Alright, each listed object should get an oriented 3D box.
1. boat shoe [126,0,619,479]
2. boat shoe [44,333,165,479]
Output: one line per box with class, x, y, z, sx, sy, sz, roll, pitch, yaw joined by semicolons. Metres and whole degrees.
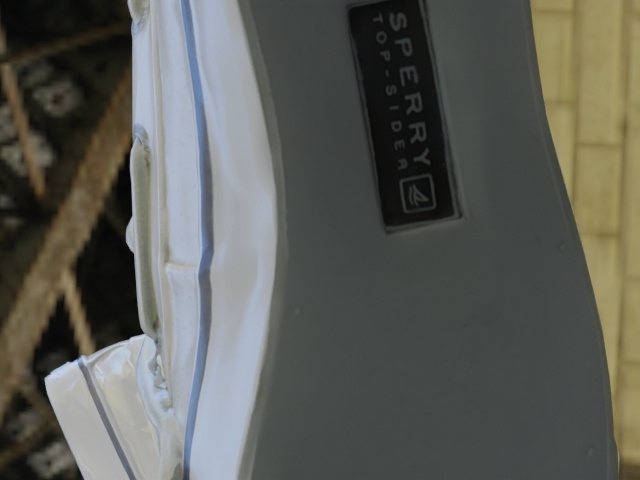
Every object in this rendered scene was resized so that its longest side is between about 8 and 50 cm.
boat shoe;-0.008;0.000;0.617;0.156;0.135;0.367;-167;67;-69
boat shoe;-0.056;0.156;0.989;0.258;0.084;0.095;60;175;21
